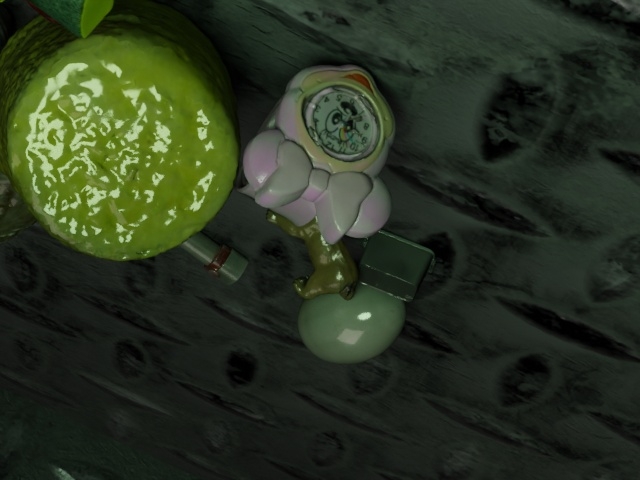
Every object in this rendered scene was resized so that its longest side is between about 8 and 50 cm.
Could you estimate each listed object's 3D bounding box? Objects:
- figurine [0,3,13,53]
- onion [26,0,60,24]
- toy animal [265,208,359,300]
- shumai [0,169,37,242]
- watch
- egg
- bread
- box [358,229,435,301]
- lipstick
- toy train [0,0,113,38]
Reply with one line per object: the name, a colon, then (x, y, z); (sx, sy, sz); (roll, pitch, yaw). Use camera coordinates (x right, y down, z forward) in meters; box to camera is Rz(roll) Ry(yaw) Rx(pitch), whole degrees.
figurine: (-0.566, -0.350, 2.065); (0.245, 0.110, 0.138); (42, 158, -24)
onion: (-0.317, -0.384, 1.710); (0.163, 0.230, 0.230); (-35, 126, 13)
toy animal: (0.000, 0.000, 2.194); (0.101, 0.103, 0.218); (-16, 96, 58)
shumai: (-0.446, -0.125, 2.224); (0.289, 0.291, 0.330); (5, 168, -33)
watch: (-0.014, -0.101, 1.885); (0.211, 0.248, 0.217); (29, 155, -15)
egg: (0.055, 0.130, 2.345); (0.209, 0.151, 0.151); (-14, 134, 42)
bread: (-0.273, -0.146, 1.847); (0.348, 0.348, 0.308); (33, -171, -15)
box: (0.115, 0.041, 2.224); (0.122, 0.069, 0.084); (21, 154, 7)
lipstick: (-0.220, 0.007, 2.460); (0.186, 0.057, 0.063); (36, 152, -15)
toy train: (-0.338, -0.415, 1.529); (0.442, 0.272, 0.179); (36, 156, 2)
